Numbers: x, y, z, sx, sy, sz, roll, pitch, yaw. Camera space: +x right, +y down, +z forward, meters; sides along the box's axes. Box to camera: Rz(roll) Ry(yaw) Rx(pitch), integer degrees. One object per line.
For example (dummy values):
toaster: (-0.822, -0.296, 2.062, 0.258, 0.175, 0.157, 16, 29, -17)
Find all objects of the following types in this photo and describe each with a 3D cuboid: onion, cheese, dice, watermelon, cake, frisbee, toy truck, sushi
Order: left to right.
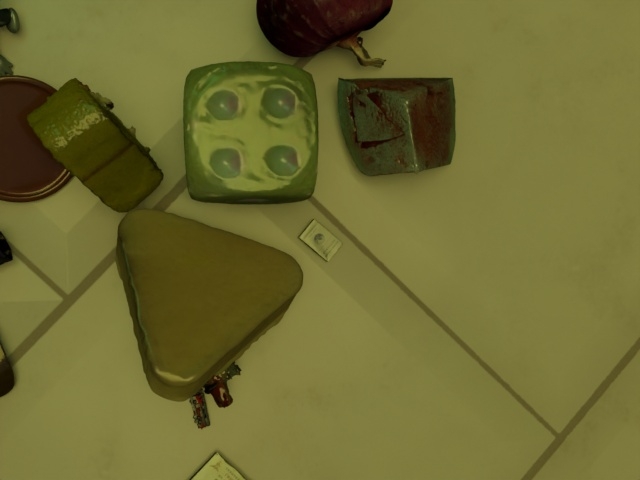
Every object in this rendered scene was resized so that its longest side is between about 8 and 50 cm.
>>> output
frisbee: (-0.599, -0.199, 1.463, 0.250, 0.021, 0.251, -5, 101, -26)
cake: (-0.428, -0.182, 1.428, 0.156, 0.179, 0.260, -38, 138, -3)
toy truck: (-0.251, 0.349, 1.538, 0.032, 0.024, 0.083, -16, 93, -31)
sushi: (-0.229, 0.231, 1.506, 0.103, 0.097, 0.226, -24, 85, -9)
cheese: (-0.203, 0.102, 1.460, 0.383, 0.104, 0.384, 10, 54, -14)
dice: (-0.139, -0.200, 1.456, 0.251, 0.254, 0.250, 0, 88, -8)
onion: (-0.008, -0.485, 1.495, 0.230, 0.256, 0.272, -31, 73, -23)
watermelon: (0.187, -0.251, 1.537, 0.261, 0.201, 0.213, -9, 99, -13)

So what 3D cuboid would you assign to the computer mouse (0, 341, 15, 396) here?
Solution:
computer mouse: (-0.679, 0.223, 1.464, 0.102, 0.045, 0.199, -21, 92, -10)

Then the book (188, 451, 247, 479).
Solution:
book: (-0.246, 0.608, 1.530, 0.201, 0.026, 0.289, 44, 83, -4)

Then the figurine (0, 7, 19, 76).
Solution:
figurine: (-0.681, -0.392, 1.438, 0.193, 0.140, 0.265, 38, 107, -24)

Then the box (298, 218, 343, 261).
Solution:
box: (0.000, 0.000, 1.588, 0.083, 0.024, 0.054, 40, 85, -7)

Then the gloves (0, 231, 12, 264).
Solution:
gloves: (-0.746, 0.028, 1.420, 0.285, 0.142, 0.119, -4, 61, -8)
